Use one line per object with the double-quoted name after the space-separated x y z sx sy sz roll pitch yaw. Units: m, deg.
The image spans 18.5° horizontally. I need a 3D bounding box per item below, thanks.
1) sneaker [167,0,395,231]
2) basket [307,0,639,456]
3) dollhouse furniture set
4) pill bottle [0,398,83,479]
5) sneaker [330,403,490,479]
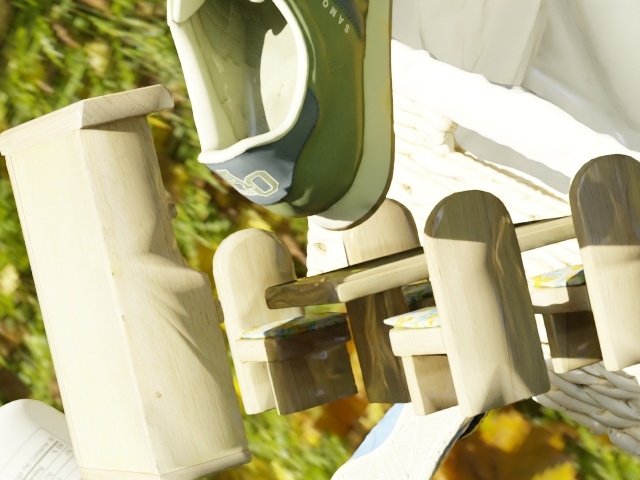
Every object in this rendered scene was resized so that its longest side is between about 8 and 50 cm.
-0.019 -0.103 0.746 0.086 0.064 0.192 11 70 -51 "sneaker"
0.198 -0.086 1.395 0.331 0.328 0.266 -46 154 -37 "basket"
0.000 0.000 0.889 0.242 0.212 0.161 -14 92 -27 "dollhouse furniture set"
-0.181 0.209 1.336 0.283 0.160 0.160 31 88 10 "pill bottle"
0.059 0.133 1.276 0.058 0.084 0.152 35 106 10 "sneaker"
